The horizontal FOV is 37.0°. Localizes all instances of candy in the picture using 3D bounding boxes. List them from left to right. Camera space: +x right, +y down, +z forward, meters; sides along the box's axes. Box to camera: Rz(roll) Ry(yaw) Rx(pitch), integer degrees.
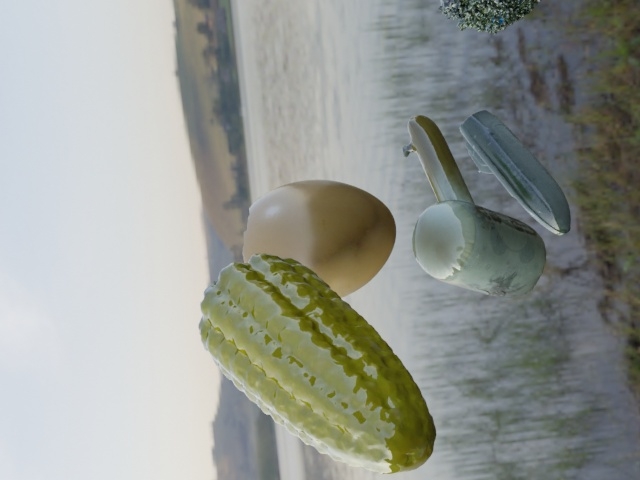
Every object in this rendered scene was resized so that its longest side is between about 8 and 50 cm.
[{"bbox_3d":[0.002,0.090,0.643,0.199,0.106,0.094,38,106,46],"label":"candy"}]

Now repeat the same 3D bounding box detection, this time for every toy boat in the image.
[{"bbox_3d":[0.332,-0.109,1.620,0.260,0.078,0.085,53,140,20],"label":"toy boat"}]

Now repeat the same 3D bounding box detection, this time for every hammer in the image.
[{"bbox_3d":[0.181,-0.063,1.314,0.113,0.202,0.305,-42,51,27],"label":"hammer"}]

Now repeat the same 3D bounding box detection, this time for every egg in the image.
[{"bbox_3d":[0.000,0.000,1.516,0.201,0.245,0.201,-12,-90,-73],"label":"egg"}]

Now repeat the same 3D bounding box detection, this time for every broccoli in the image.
[{"bbox_3d":[0.212,-0.347,1.229,0.154,0.160,0.167,12,-72,-62],"label":"broccoli"}]
